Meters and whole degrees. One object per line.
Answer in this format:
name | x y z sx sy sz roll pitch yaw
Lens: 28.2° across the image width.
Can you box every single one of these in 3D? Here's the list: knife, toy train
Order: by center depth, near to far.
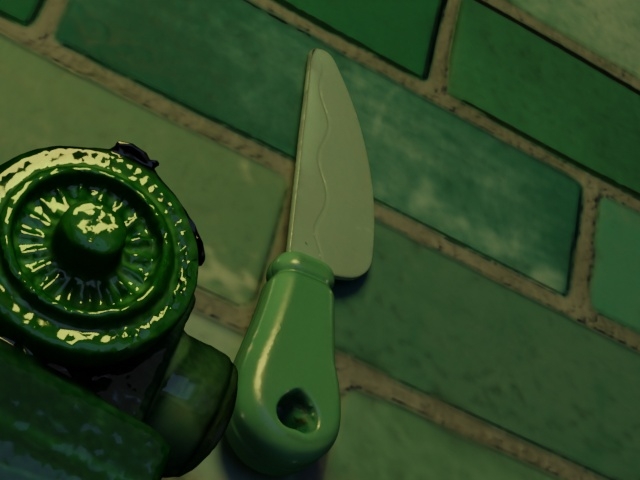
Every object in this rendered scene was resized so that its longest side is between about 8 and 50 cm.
toy train | -0.163 0.039 0.447 0.266 0.145 0.202 29 55 -13
knife | 0.001 0.001 0.643 0.063 0.034 0.260 28 49 -19
